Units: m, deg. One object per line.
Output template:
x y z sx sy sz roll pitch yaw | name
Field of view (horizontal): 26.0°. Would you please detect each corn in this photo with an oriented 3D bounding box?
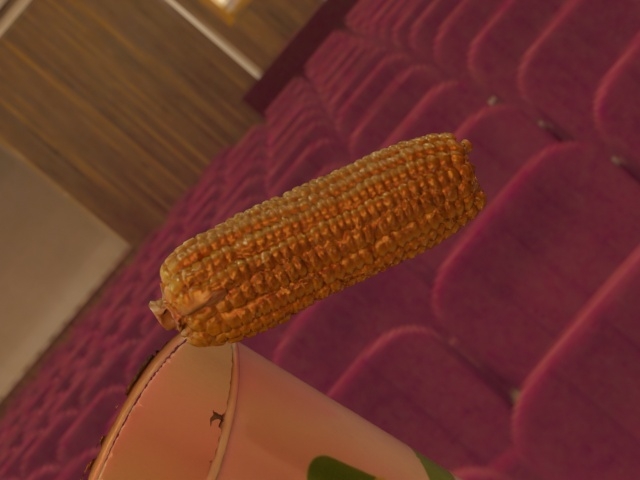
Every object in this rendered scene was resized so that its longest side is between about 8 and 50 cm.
0.000 0.000 0.903 0.238 0.080 0.080 -24 1 -9 | corn

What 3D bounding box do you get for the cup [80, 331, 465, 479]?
-0.024 0.222 1.007 0.253 0.274 0.253 -48 25 32 | cup
